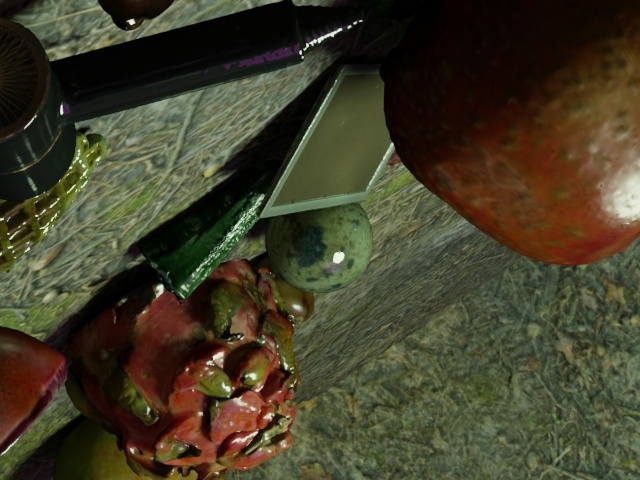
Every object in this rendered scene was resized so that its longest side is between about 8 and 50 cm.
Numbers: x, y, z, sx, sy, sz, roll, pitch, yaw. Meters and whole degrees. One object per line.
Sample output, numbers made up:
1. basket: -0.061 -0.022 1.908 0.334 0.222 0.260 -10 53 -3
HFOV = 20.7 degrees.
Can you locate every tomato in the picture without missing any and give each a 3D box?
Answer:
1. tomato: -0.435 0.203 1.892 0.335 0.176 0.289 -44 -175 33

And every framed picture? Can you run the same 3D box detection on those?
1. framed picture: 0.038 -0.126 2.092 0.217 0.017 0.274 -59 159 19

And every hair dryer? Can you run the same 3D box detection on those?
1. hair dryer: -0.134 -0.129 1.411 0.352 0.107 0.189 -14 167 -5

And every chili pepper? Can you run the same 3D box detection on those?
1. chili pepper: 0.075 -0.259 1.773 0.073 0.050 0.182 -49 173 -13
2. chili pepper: -0.104 -0.025 2.085 0.227 0.088 0.059 -38 -179 1

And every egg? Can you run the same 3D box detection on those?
1. egg: 0.000 0.000 2.291 0.141 0.141 0.181 -36 172 3

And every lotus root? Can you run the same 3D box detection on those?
1. lotus root: -0.140 -0.214 1.376 0.072 0.063 0.152 4 156 -24

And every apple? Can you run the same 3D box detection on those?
1. apple: -0.288 0.347 2.679 0.261 0.194 0.261 -35 168 -9

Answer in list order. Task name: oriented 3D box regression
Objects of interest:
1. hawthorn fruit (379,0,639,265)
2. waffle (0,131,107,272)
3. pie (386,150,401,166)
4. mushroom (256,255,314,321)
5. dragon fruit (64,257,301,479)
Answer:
1. hawthorn fruit: 0.277 -0.151 1.859 0.403 0.403 0.403 -33 167 -9
2. waffle: -0.306 -0.025 1.644 0.214 0.054 0.208 -49 159 27
3. pie: 0.130 -0.153 2.298 0.154 0.036 0.154 -33 166 -9
4. mushroom: -0.156 0.156 2.488 0.350 0.128 0.128 -40 166 11
5. dragon fruit: -0.164 0.195 2.249 0.296 0.263 0.314 -31 171 31
